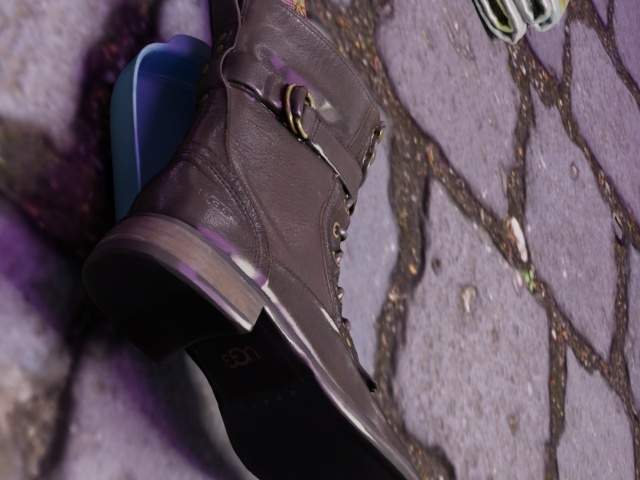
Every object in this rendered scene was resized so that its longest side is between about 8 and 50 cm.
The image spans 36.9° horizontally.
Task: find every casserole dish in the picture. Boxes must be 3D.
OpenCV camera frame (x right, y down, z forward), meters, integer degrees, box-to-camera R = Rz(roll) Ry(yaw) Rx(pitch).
[{"bbox_3d":[-0.075,-0.023,0.552,0.114,0.037,0.188,9,71,-55],"label":"casserole dish"}]

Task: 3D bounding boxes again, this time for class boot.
[{"bbox_3d":[0.000,0.000,0.540,0.263,0.091,0.229,53,40,-30],"label":"boot"}]

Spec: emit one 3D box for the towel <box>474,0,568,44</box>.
[{"bbox_3d":[0.211,-0.437,1.092,0.320,0.090,0.374,62,35,-26],"label":"towel"}]

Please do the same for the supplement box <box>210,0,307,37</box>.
[{"bbox_3d":[-0.040,-0.146,0.642,0.055,0.043,0.083,13,67,-54],"label":"supplement box"}]
